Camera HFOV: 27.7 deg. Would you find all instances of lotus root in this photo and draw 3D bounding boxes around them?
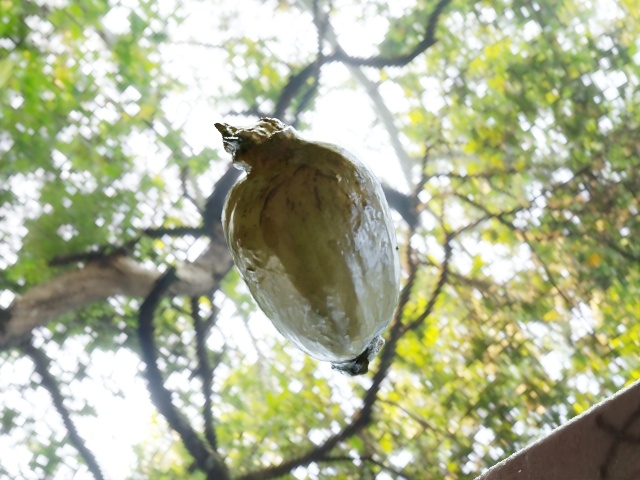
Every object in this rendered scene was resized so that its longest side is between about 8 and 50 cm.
[{"bbox_3d":[0.000,0.000,1.150,0.140,0.256,0.154,-8,-153,34],"label":"lotus root"}]

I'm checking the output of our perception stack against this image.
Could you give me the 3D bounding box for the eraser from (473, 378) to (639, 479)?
[{"bbox_3d":[0.322,0.222,1.060,0.359,0.272,0.122,-39,-148,35],"label":"eraser"}]
